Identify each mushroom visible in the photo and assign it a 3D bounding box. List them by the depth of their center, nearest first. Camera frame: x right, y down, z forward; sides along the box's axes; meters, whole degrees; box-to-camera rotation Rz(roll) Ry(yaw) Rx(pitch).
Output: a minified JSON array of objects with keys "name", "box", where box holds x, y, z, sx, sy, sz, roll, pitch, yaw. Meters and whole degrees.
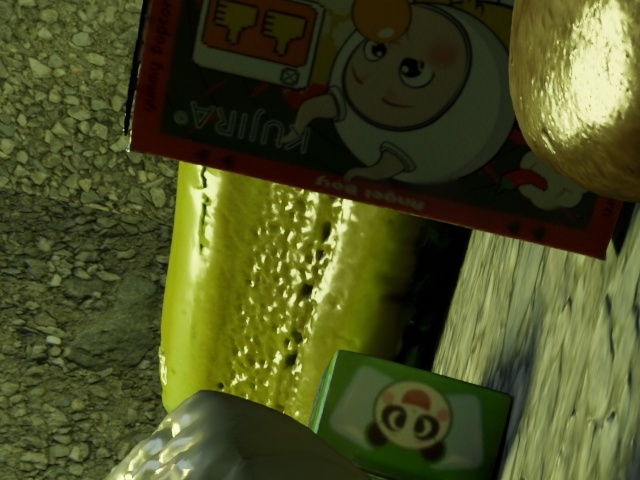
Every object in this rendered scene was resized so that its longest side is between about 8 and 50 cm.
[{"name":"mushroom","box":[0.092,-0.060,0.478,0.210,0.072,0.094,-78,-8,-77]}]

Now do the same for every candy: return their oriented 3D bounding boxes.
[{"name":"candy","box":[0.041,0.110,0.925,0.194,0.097,0.062,106,-179,-80]}]

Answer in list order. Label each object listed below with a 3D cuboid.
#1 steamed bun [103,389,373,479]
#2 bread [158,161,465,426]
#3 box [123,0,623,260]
[{"name":"steamed bun","box":[-0.041,0.234,0.593,0.320,0.206,0.275,-55,19,5]},{"name":"bread","box":[0.000,0.000,1.430,0.208,0.251,0.376,-52,-22,-48]},{"name":"box","box":[0.040,-0.110,0.672,0.148,0.195,0.177,-75,-1,-72]}]
